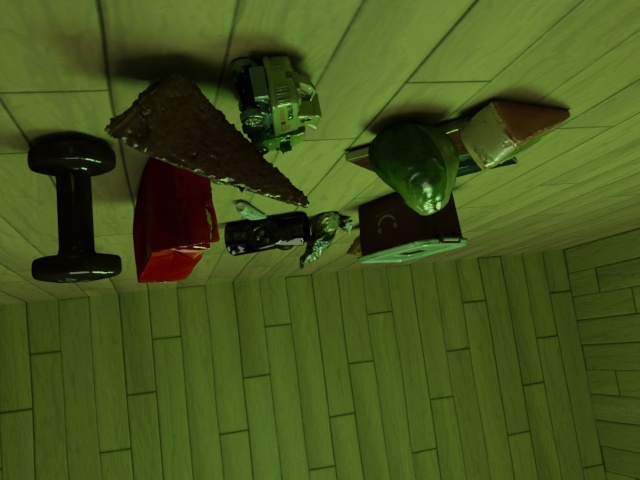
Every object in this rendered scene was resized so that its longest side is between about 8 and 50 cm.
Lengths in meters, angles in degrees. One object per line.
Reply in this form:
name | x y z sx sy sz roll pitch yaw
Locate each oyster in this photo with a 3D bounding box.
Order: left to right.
oyster | 0.000 0.000 1.973 0.223 0.083 0.214 -46 169 10

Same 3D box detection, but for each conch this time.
conch | 0.199 -0.032 2.102 0.109 0.093 0.330 22 133 -37

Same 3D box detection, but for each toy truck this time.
toy truck | -0.057 -0.187 0.896 0.116 0.085 0.191 -9 169 -4

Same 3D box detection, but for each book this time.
book | 0.251 -0.177 1.381 0.262 0.028 0.374 -12 170 28

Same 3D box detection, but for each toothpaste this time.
toothpaste | -0.185 -0.071 1.686 0.052 0.033 0.218 -7 174 6

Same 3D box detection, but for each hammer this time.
hammer | -0.134 0.000 1.997 0.242 0.096 0.409 -9 173 6

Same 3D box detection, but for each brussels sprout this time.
brussels sprout | 0.176 -0.136 1.163 0.183 0.131 0.145 38 136 -12

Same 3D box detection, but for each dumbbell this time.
dumbbell | -0.400 -0.045 1.048 0.124 0.226 0.140 -8 174 25

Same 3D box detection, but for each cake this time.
cake | -0.137 -0.124 0.874 0.295 0.113 0.116 28 178 -34
cake | 0.364 -0.185 1.171 0.225 0.090 0.109 -4 152 -36

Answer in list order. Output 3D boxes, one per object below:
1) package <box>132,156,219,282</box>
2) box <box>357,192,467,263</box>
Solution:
package | -0.301 -0.036 1.295 0.123 0.196 0.423 -2 169 -22
box | 0.243 -0.040 1.788 0.193 0.168 0.294 2 167 -39
